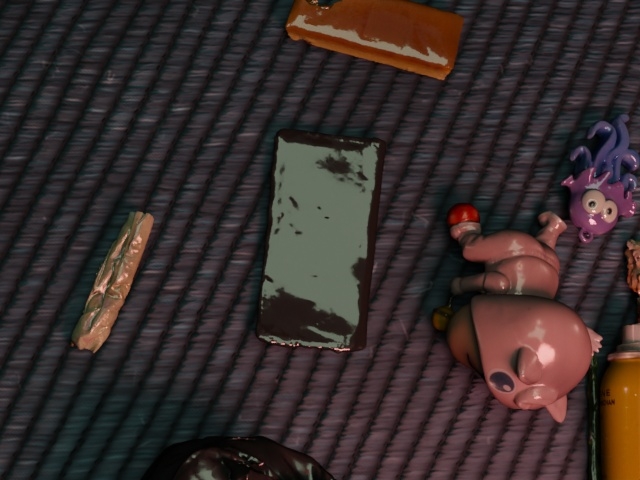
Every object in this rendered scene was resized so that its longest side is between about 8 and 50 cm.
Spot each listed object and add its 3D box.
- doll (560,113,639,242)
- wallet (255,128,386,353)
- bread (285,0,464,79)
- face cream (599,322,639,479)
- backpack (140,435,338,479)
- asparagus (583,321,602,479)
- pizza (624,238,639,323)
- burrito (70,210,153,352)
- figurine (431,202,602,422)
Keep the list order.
[{"bbox_3d":[0.370,-0.086,1.805,0.110,0.067,0.206,25,64,-11],"label":"doll"},{"bbox_3d":[0.000,0.000,1.748,0.146,0.030,0.285,8,78,-10],"label":"wallet"},{"bbox_3d":[0.070,-0.281,1.811,0.226,0.049,0.088,15,76,-4],"label":"bread"},{"bbox_3d":[0.399,0.276,1.699,0.105,0.105,0.349,3,79,-8],"label":"face cream"},{"bbox_3d":[-0.030,0.431,1.538,0.445,0.255,0.363,23,81,-6],"label":"backpack"},{"bbox_3d":[0.348,0.218,1.754,0.023,0.022,0.233,-10,76,32],"label":"asparagus"},{"bbox_3d":[0.455,0.071,1.764,0.185,0.052,0.195,-44,66,17],"label":"pizza"},{"bbox_3d":[-0.255,0.050,1.693,0.045,0.041,0.185,23,77,-12],"label":"burrito"},{"bbox_3d":[0.240,0.087,1.720,0.186,0.176,0.287,-21,58,29],"label":"figurine"}]
